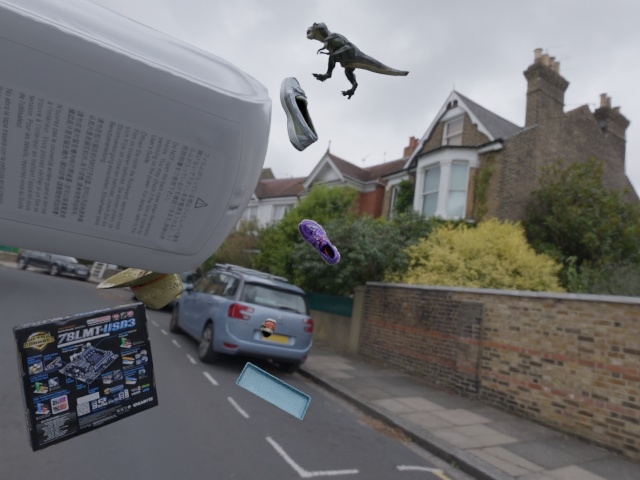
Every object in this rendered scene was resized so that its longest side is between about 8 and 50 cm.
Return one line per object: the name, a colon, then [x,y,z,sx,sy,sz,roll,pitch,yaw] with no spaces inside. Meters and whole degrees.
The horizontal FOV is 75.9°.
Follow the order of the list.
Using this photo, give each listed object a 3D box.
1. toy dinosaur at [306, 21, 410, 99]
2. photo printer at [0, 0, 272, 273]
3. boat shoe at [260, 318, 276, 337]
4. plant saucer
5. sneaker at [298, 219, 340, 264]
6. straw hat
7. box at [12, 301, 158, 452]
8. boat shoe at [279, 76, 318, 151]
toy dinosaur: [0.057,-0.401,0.940,0.268,0.118,0.064,33,10,9]
photo printer: [-0.215,-0.092,0.408,0.308,0.256,0.107,14,35,-26]
boat shoe: [-0.174,0.294,1.338,0.049,0.043,0.137,20,-31,-7]
plant saucer: [-0.121,0.389,1.056,0.192,0.067,0.018,29,-46,0]
sneaker: [0.000,0.000,1.251,0.170,0.068,0.071,46,-5,8]
straw hat: [-0.231,0.063,0.582,0.145,0.061,0.144,-19,13,5]
box: [-0.590,0.330,1.055,0.296,0.292,0.073,-9,1,-42]
boat shoe: [-0.077,-0.497,1.576,0.103,0.320,0.118,-21,-24,29]
